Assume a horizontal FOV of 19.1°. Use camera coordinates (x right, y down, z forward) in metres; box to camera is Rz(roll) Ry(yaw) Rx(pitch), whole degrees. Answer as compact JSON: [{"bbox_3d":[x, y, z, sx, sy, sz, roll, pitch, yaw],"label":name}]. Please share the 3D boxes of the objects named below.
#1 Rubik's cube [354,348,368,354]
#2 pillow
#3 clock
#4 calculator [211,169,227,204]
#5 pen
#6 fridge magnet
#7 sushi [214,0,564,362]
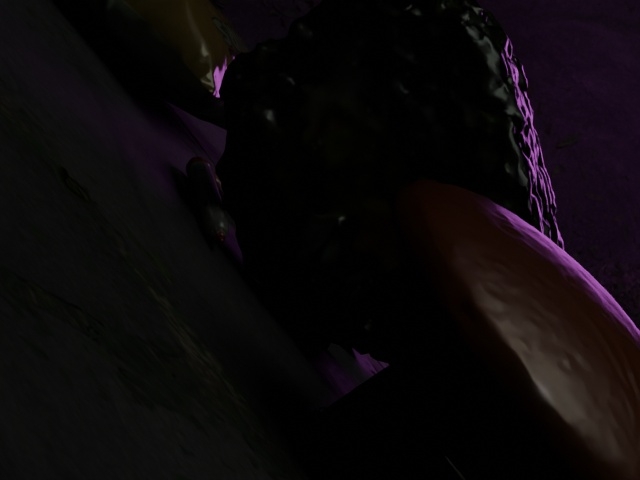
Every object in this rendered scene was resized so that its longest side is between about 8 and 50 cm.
[{"bbox_3d":[0.052,0.063,1.971,0.111,0.111,0.093,-119,-165,-62],"label":"Rubik's cube"},{"bbox_3d":[-0.177,-0.241,2.087,0.312,0.119,0.310,49,2,11],"label":"pillow"},{"bbox_3d":[0.151,0.261,1.549,0.386,0.076,0.386,48,6,-7],"label":"clock"},{"bbox_3d":[-0.069,-0.028,1.992,0.166,0.024,0.103,43,9,-51],"label":"calculator"},{"bbox_3d":[-0.104,-0.035,1.787,0.026,0.026,0.218,47,7,-21],"label":"pen"},{"bbox_3d":[0.170,0.106,1.460,0.363,0.155,0.363,47,14,-16],"label":"fridge magnet"},{"bbox_3d":[0.061,-0.055,1.765,0.178,0.294,0.352,18,57,-71],"label":"sushi"}]
